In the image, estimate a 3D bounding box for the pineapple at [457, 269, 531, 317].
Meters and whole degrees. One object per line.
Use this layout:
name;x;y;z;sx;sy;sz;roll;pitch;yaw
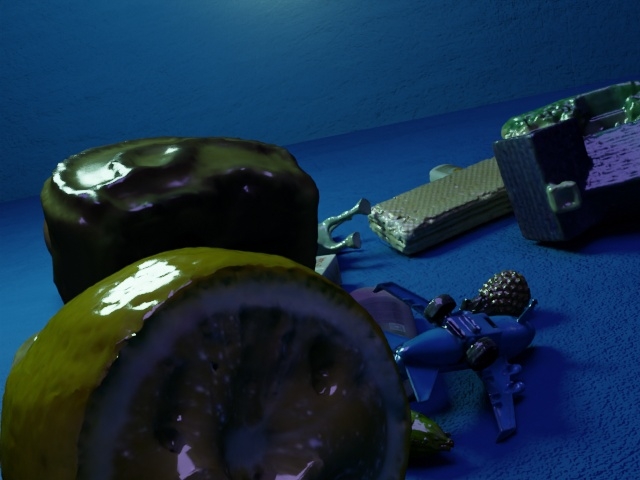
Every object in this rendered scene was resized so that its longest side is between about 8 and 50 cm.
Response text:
pineapple;0.236;0.104;1.099;0.159;0.074;0.074;-28;21;-27

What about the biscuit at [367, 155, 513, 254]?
biscuit;0.310;-0.086;1.585;0.426;0.078;0.144;-22;35;-23

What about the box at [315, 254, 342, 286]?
box;-0.061;0.100;1.337;0.150;0.067;0.233;-5;19;17

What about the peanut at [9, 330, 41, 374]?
peanut;-0.324;0.181;1.162;0.291;0.143;0.159;-14;10;-17

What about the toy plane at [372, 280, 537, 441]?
toy plane;0.185;0.129;0.940;0.271;0.105;0.254;-11;45;-34

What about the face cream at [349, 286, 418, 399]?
face cream;0.090;0.139;1.083;0.107;0.073;0.269;-2;17;0

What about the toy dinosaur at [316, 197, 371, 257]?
toy dinosaur;0.000;0.000;1.516;0.206;0.092;0.393;-21;7;31

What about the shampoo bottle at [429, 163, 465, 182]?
shampoo bottle;0.348;-0.144;1.814;0.086;0.055;0.227;-9;15;-15

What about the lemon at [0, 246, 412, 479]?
lemon;-0.122;0.174;0.703;0.364;0.364;0.364;-13;17;4

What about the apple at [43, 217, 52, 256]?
apple;-0.499;-0.045;1.763;0.306;0.305;0.235;-25;53;-33

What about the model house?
model house;0.490;-0.137;1.357;0.312;0.245;0.280;-14;9;22

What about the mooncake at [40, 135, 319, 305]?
mooncake;-0.211;-0.018;1.144;0.393;0.246;0.394;12;27;12

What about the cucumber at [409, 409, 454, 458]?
cucumber;0.055;0.214;0.886;0.227;0.069;0.069;5;25;40
